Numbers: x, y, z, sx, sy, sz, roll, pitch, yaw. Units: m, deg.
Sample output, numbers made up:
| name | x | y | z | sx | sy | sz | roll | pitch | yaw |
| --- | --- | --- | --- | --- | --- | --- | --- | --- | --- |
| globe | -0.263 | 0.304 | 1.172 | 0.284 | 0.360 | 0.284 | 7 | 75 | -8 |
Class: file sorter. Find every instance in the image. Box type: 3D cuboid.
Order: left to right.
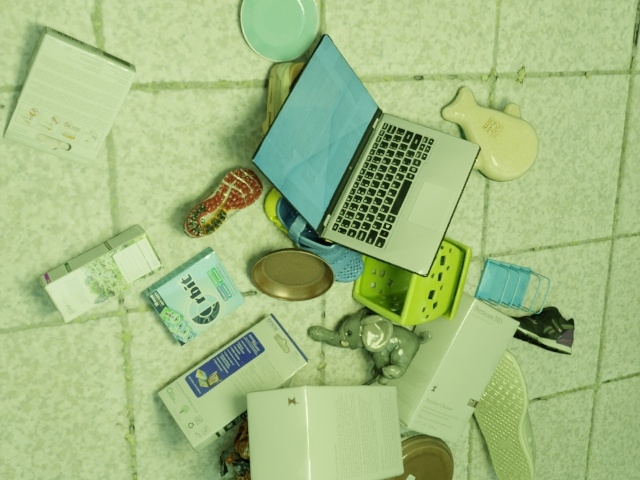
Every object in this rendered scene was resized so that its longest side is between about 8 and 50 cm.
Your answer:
| name | x | y | z | sx | sy | sz | roll | pitch | yaw |
| --- | --- | --- | --- | --- | --- | --- | --- | --- | --- |
| file sorter | 0.548 | 0.135 | 2.106 | 0.170 | 0.104 | 0.118 | 12 | 99 | -29 |

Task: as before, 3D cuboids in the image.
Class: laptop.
| name | x | y | z | sx | sy | sz | roll | pitch | yaw |
| --- | --- | --- | --- | --- | --- | --- | --- | --- | --- |
| laptop | 0.121 | -0.191 | 1.650 | 0.236 | 0.408 | 0.382 | 87 | 27 | -62 |

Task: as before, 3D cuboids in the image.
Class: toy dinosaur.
| name | x | y | z | sx | sy | sz | roll | pitch | yaw |
| --- | --- | --- | --- | --- | --- | --- | --- | --- | --- |
| toy dinosaur | -0.141 | 0.521 | 1.859 | 0.218 | 0.164 | 0.322 | 3 | 126 | -11 |

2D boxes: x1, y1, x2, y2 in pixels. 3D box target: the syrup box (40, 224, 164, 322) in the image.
| name | x | y | z | sx | sy | sz | roll | pitch | yaw |
| --- | --- | --- | --- | --- | --- | --- | --- | --- | --- |
| syrup box | -0.465 | 0.068 | 1.588 | 0.237 | 0.096 | 0.093 | -30 | 114 | -16 |

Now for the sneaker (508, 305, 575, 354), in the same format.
| name | x | y | z | sx | sy | sz | roll | pitch | yaw |
| --- | --- | --- | --- | --- | --- | --- | --- | --- | --- |
| sneaker | 0.646 | 0.245 | 2.206 | 0.283 | 0.107 | 0.124 | 22 | 79 | -33 |

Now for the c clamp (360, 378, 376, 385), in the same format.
| name | x | y | z | sx | sy | sz | roll | pitch | yaw |
| --- | --- | --- | --- | --- | --- | --- | --- | --- | --- |
| c clamp | 0.145 | 0.399 | 2.033 | 0.160 | 0.022 | 0.137 | -30 | 121 | -18 |

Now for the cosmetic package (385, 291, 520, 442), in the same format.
| name | x | y | z | sx | sy | sz | roll | pitch | yaw |
| --- | --- | --- | --- | --- | --- | --- | --- | --- | --- |
| cosmetic package | 0.349 | 0.331 | 2.030 | 0.217 | 0.156 | 0.385 | 25 | 94 | -35 |

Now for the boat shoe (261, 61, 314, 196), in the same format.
| name | x | y | z | sx | sy | sz | roll | pitch | yaw |
| --- | --- | --- | --- | --- | --- | --- | --- | --- | --- |
| boat shoe | -0.079 | -0.250 | 1.687 | 0.109 | 0.098 | 0.302 | -9 | 106 | -47 |

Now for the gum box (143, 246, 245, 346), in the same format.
| name | x | y | z | sx | sy | sz | roll | pitch | yaw |
| --- | --- | --- | --- | --- | --- | --- | --- | --- | --- |
| gum box | -0.290 | 0.130 | 1.724 | 0.184 | 0.041 | 0.157 | -34 | 117 | -13 |

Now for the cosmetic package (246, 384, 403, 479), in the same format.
| name | x | y | z | sx | sy | sz | roll | pitch | yaw |
| --- | --- | --- | --- | --- | --- | --- | --- | --- | --- |
| cosmetic package | 0.025 | 0.462 | 1.757 | 0.453 | 0.161 | 0.230 | 19 | 64 | -57 |

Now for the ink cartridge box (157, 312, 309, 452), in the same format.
| name | x | y | z | sx | sy | sz | roll | pitch | yaw |
| --- | --- | --- | --- | --- | --- | --- | --- | --- | --- |
| ink cartridge box | -0.200 | 0.333 | 1.758 | 0.332 | 0.165 | 0.065 | -34 | 154 | -12 |

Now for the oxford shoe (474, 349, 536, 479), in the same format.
| name | x | y | z | sx | sy | sz | roll | pitch | yaw |
| --- | --- | --- | --- | --- | --- | --- | --- | --- | --- |
| oxford shoe | 0.552 | 0.519 | 2.215 | 0.130 | 0.169 | 0.449 | -39 | 118 | -59 |

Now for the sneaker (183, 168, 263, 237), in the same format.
| name | x | y | z | sx | sy | sz | roll | pitch | yaw |
| --- | --- | --- | --- | --- | --- | --- | --- | --- | --- |
| sneaker | -0.226 | -0.085 | 1.679 | 0.225 | 0.092 | 0.088 | -39 | 99 | -28 |

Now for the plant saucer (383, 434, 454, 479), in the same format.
| name | x | y | z | sx | sy | sz | roll | pitch | yaw |
| --- | --- | --- | --- | --- | --- | --- | --- | --- | --- |
| plant saucer | 0.281 | 0.701 | 2.175 | 0.278 | 0.041 | 0.278 | -8 | 108 | -24 |

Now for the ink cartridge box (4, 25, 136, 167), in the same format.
| name | x | y | z | sx | sy | sz | roll | pitch | yaw |
| --- | --- | --- | --- | --- | --- | --- | --- | --- | --- |
| ink cartridge box | -0.507 | -0.286 | 1.505 | 0.189 | 0.066 | 0.232 | 20 | 116 | -30 |

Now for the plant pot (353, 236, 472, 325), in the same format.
| name | x | y | z | sx | sy | sz | roll | pitch | yaw |
| --- | --- | --- | --- | --- | --- | --- | --- | --- | --- |
| plant pot | 0.242 | 0.079 | 1.875 | 0.207 | 0.227 | 0.228 | 7 | 101 | -34 |

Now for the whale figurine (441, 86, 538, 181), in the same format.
| name | x | y | z | sx | sy | sz | roll | pitch | yaw |
| --- | --- | --- | --- | --- | --- | --- | --- | --- | --- |
| whale figurine | 0.433 | -0.272 | 1.937 | 0.272 | 0.141 | 0.216 | 40 | 84 | -5 |

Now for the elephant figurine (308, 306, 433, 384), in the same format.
| name | x | y | z | sx | sy | sz | roll | pitch | yaw |
| --- | --- | --- | --- | --- | --- | --- | --- | --- | --- |
| elephant figurine | 0.128 | 0.241 | 1.911 | 0.239 | 0.169 | 0.186 | 48 | 52 | -13 |

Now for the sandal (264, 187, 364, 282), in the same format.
| name | x | y | z | sx | sy | sz | roll | pitch | yaw |
| --- | --- | --- | --- | --- | --- | --- | --- | --- | --- |
| sandal | 0.000 | 0.000 | 1.778 | 0.317 | 0.138 | 0.126 | 42 | 82 | -31 |

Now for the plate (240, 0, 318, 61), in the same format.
| name | x | y | z | sx | sy | sz | roll | pitch | yaw |
| --- | --- | --- | --- | --- | --- | --- | --- | --- | --- |
| plate | -0.092 | -0.493 | 1.654 | 0.188 | 0.024 | 0.188 | -7 | 107 | -24 |

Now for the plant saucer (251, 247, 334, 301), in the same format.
| name | x | y | z | sx | sy | sz | roll | pitch | yaw |
| --- | --- | --- | --- | --- | --- | --- | --- | --- | --- |
| plant saucer | -0.065 | 0.075 | 1.774 | 0.198 | 0.036 | 0.199 | 0 | 140 | 0 |
